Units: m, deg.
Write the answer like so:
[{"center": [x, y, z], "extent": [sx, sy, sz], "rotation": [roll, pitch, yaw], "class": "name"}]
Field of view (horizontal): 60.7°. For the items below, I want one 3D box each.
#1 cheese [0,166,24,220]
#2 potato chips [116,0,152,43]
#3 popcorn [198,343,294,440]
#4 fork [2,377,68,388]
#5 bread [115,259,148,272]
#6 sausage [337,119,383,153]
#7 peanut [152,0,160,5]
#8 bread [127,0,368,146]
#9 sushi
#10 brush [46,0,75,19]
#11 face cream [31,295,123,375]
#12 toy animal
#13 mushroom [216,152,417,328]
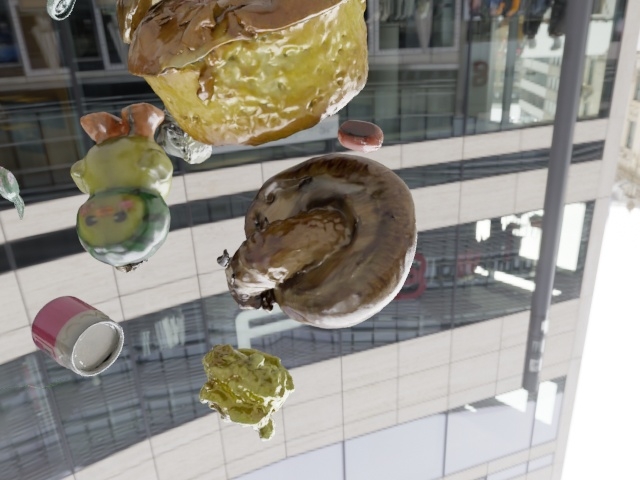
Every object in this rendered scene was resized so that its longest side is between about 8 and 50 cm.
[{"center": [-0.632, -0.101, 1.115], "extent": [0.026, 0.121, 0.067], "rotation": [-13, -134, -9], "class": "cheese"}, {"center": [-0.302, -0.400, 0.890], "extent": [0.049, 0.150, 0.202], "rotation": [10, -144, -18], "class": "potato chips"}, {"center": [-0.149, 0.286, 1.061], "extent": [0.197, 0.156, 0.197], "rotation": [29, 174, 3], "class": "popcorn"}, {"center": [-0.817, 0.403, 1.490], "extent": [0.235, 0.021, 0.039], "rotation": [-1, 173, -38], "class": "fork"}, {"center": [-0.591, 0.064, 1.716], "extent": [0.113, 0.060, 0.082], "rotation": [-33, 180, -32], "class": "bread"}, {"center": [0.079, -0.203, 1.068], "extent": [0.094, 0.054, 0.059], "rotation": [18, -115, 25], "class": "sausage"}, {"center": [-0.208, -0.499, 1.007], "extent": [0.387, 0.192, 0.170], "rotation": [7, -123, 37], "class": "peanut"}, {"center": [-0.082, -0.276, 0.761], "extent": [0.336, 0.204, 0.358], "rotation": [-20, -147, 11], "class": "bread"}, {"center": [-0.354, -0.320, 1.478], "extent": [0.134, 0.273, 0.109], "rotation": [-18, -121, -34], "class": "sushi"}, {"center": [-0.346, -0.478, 0.863], "extent": [0.060, 0.297, 0.068], "rotation": [32, -166, 5], "class": "brush"}, {"center": [-0.681, 0.267, 1.536], "extent": [0.194, 0.175, 0.175], "rotation": [21, -148, 30], "class": "face cream"}, {"center": [-0.414, -0.107, 1.181], "extent": [0.215, 0.338, 0.191], "rotation": [-8, 165, 9], "class": "toy animal"}, {"center": [-0.005, 0.006, 0.795], "extent": [0.283, 0.195, 0.263], "rotation": [-18, -112, -1], "class": "mushroom"}]
